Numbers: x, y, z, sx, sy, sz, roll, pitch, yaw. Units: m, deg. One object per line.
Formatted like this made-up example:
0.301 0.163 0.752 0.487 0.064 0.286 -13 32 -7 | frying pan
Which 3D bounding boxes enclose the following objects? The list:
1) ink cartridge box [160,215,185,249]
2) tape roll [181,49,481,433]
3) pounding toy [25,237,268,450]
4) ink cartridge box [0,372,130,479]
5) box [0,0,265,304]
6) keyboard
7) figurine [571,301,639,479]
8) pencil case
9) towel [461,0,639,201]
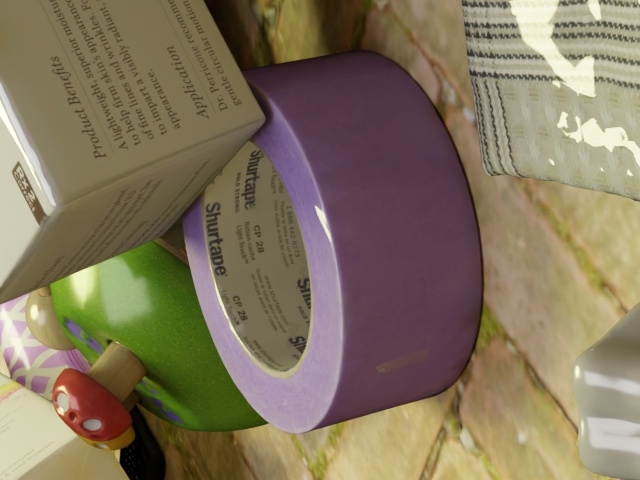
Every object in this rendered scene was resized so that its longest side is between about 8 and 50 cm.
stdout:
-0.162 -0.124 1.153 0.385 0.091 0.308 122 130 -71 | ink cartridge box
0.000 0.000 0.851 0.189 0.080 0.189 39 135 54 | tape roll
-0.138 0.069 1.013 0.237 0.110 0.183 25 155 33 | pounding toy
-0.226 0.212 1.221 0.353 0.119 0.207 12 135 62 | ink cartridge box
-0.142 -0.086 0.837 0.181 0.119 0.182 63 152 6 | box
-0.157 0.227 1.327 0.100 0.038 0.192 52 145 42 | keyboard
0.189 0.119 0.515 0.209 0.092 0.215 17 122 52 | figurine
-0.226 0.056 1.337 0.088 0.086 0.206 -50 59 47 | pencil case
0.129 -0.144 0.548 0.324 0.056 0.312 21 120 59 | towel
